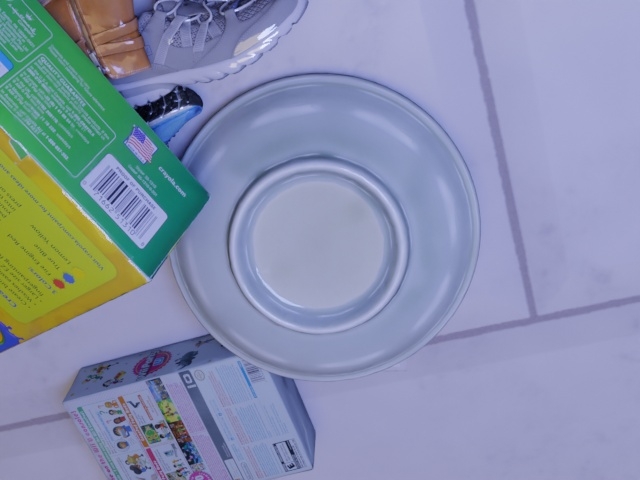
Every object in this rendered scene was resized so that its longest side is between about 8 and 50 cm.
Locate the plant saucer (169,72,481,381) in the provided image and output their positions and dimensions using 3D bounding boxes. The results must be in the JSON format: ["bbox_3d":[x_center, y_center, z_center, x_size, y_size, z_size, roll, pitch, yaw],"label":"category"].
[{"bbox_3d":[0.000,0.000,1.046,0.400,0.100,0.401,1,104,3],"label":"plant saucer"}]

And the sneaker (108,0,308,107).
[{"bbox_3d":[-0.151,-0.242,0.982,0.281,0.105,0.115,-19,115,14],"label":"sneaker"}]

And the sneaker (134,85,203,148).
[{"bbox_3d":[-0.208,-0.134,1.079,0.162,0.063,0.073,-30,130,21],"label":"sneaker"}]

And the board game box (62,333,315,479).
[{"bbox_3d":[-0.185,0.261,1.251,0.303,0.097,0.224,-16,114,10],"label":"board game box"}]

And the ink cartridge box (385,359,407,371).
[{"bbox_3d":[0.030,0.077,1.170,0.181,0.056,0.225,-1,121,4],"label":"ink cartridge box"}]

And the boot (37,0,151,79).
[{"bbox_3d":[-0.219,-0.257,0.926,0.197,0.073,0.152,-15,109,27],"label":"boot"}]

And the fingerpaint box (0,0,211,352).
[{"bbox_3d":[-0.410,-0.107,0.976,0.371,0.163,0.445,-24,115,40],"label":"fingerpaint box"}]
